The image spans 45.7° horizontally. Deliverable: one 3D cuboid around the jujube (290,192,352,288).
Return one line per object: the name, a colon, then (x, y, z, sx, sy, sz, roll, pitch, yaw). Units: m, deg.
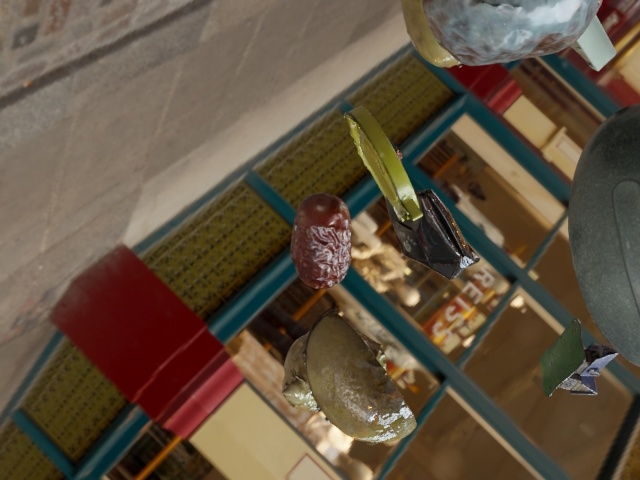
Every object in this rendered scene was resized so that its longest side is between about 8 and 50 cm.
jujube: (0.000, 0.000, 1.277, 0.109, 0.112, 0.176, -34, 144, -31)

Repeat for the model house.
model house: (0.534, 0.251, 1.562, 0.117, 0.088, 0.167, -83, -169, -45)

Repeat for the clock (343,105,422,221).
clock: (0.153, -0.175, 1.714, 0.071, 0.293, 0.277, -30, -173, -1)

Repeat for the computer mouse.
computer mouse: (0.432, -0.013, 1.010, 0.203, 0.373, 0.114, -17, 159, 37)

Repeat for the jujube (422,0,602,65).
jujube: (0.254, -0.350, 1.013, 0.247, 0.215, 0.308, -13, -176, 7)

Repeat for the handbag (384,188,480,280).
handbag: (0.300, -0.052, 2.237, 0.152, 0.287, 0.342, -35, -154, -12)

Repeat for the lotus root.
lotus root: (0.214, -0.465, 1.306, 0.169, 0.151, 0.342, -27, 126, -17)

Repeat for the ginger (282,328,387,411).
ginger: (0.024, 0.226, 1.378, 0.267, 0.152, 0.137, -5, 124, -36)

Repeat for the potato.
potato: (0.061, 0.248, 1.213, 0.120, 0.261, 0.100, -37, -164, -16)

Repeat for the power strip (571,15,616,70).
power strip: (0.479, -0.419, 1.437, 0.062, 0.091, 0.385, -45, 154, 18)
